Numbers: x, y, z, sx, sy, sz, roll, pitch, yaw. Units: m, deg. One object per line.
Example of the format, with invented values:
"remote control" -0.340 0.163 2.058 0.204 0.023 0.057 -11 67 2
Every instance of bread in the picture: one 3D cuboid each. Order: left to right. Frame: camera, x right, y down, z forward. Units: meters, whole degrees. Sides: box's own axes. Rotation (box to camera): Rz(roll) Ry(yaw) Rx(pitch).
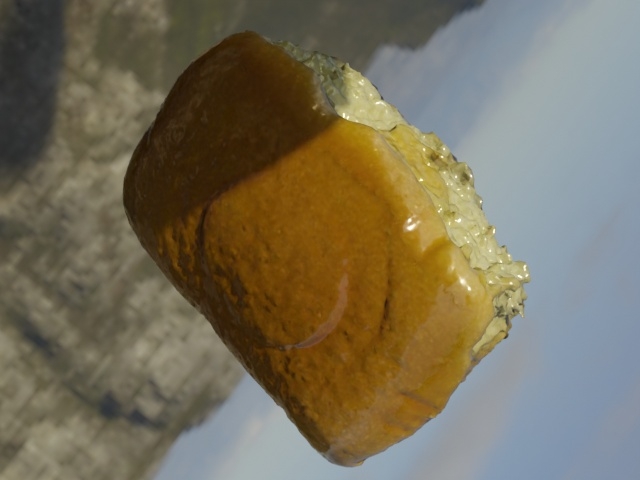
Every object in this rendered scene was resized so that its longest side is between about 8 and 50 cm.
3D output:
"bread" 0.000 0.000 0.990 0.174 0.245 0.121 -47 165 26
